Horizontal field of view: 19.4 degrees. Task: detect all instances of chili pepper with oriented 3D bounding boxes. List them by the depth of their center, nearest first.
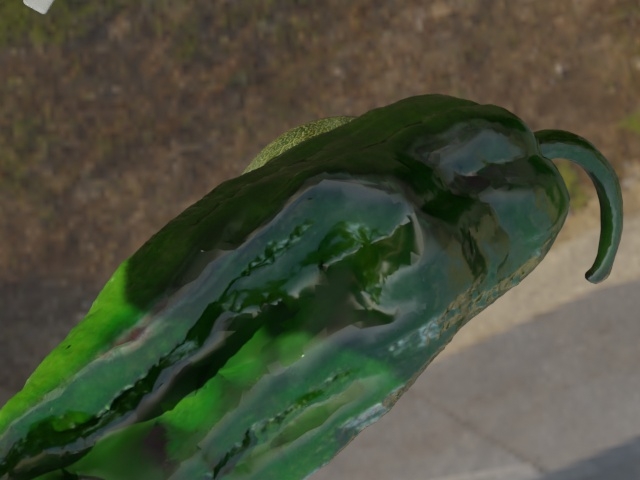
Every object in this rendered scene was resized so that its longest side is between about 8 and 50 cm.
[{"bbox_3d":[-0.013,0.032,0.546,0.257,0.100,0.074,-42,170,-20],"label":"chili pepper"}]

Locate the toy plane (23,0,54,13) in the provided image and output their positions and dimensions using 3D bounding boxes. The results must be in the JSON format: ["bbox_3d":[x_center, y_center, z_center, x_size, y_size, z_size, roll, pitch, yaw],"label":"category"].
[{"bbox_3d":[-0.215,-0.177,0.992,0.197,0.078,0.053,23,142,4],"label":"toy plane"}]

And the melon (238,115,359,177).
[{"bbox_3d":[0.000,0.000,1.016,0.114,0.114,0.167,18,118,-33],"label":"melon"}]
